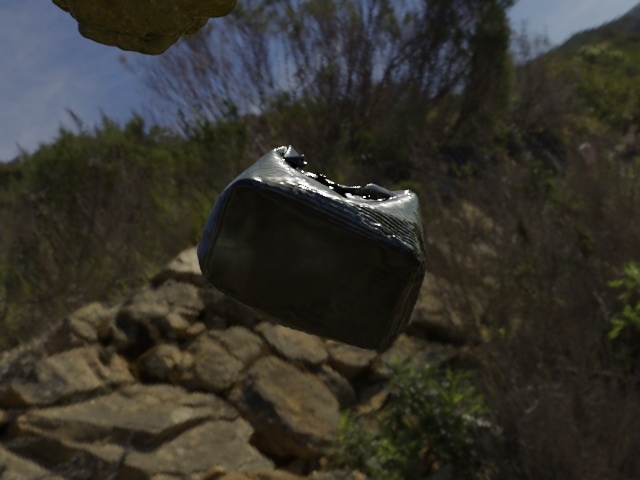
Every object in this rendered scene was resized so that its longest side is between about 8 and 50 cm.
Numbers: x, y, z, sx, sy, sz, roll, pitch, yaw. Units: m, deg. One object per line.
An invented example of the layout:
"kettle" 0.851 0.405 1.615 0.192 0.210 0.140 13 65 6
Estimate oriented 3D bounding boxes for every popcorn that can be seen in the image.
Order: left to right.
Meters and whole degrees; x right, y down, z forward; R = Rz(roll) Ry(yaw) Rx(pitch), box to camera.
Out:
"popcorn" -0.171 -0.311 0.879 0.215 0.252 0.286 -51 -18 -23

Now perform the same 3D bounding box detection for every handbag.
"handbag" 0.000 0.000 1.435 0.240 0.340 0.247 -68 -1 -60
